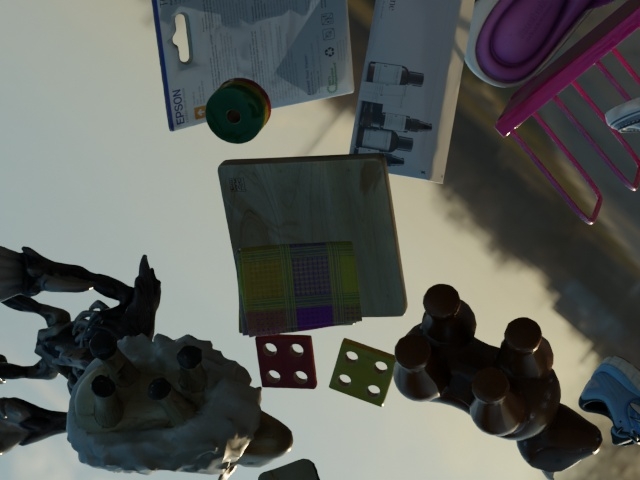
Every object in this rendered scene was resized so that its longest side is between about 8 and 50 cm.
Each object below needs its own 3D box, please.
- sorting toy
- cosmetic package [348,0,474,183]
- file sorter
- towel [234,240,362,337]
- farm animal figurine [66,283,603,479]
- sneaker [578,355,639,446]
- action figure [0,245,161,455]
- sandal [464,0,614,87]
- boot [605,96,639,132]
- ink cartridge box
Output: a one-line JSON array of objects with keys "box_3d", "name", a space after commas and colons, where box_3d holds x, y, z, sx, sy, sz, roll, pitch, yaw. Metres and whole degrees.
[{"box_3d": [0.000, 0.000, 1.400, 0.046, 0.132, 0.275, -58, -38, -61], "name": "sorting toy"}, {"box_3d": [0.100, -0.187, 1.942, 0.099, 0.239, 0.060, 10, -179, 17], "name": "cosmetic package"}, {"box_3d": [0.393, -0.184, 2.237, 0.182, 0.290, 0.202, 49, -161, -3], "name": "file sorter"}, {"box_3d": [-0.016, 0.031, 1.204, 0.083, 0.060, 0.009, -6, 178, -10], "name": "towel"}, {"box_3d": [0.022, 0.205, 0.933, 0.172, 0.326, 0.330, 69, -160, -62], "name": "farm animal figurine"}, {"box_3d": [0.319, 0.184, 1.753, 0.162, 0.073, 0.063, 36, 160, 37], "name": "sneaker"}, {"box_3d": [-0.216, 0.084, 1.353, 0.275, 0.164, 0.141, 6, -176, 44], "name": "action figure"}, {"box_3d": [0.327, -0.352, 2.150, 0.169, 0.416, 0.102, 20, -160, -30], "name": "sandal"}, {"box_3d": [0.421, -0.127, 2.021, 0.069, 0.190, 0.086, 65, -167, -81], "name": "boot"}, {"box_3d": [-0.079, -0.247, 1.994, 0.045, 0.224, 0.223, -126, 27, -56], "name": "ink cartridge box"}]
